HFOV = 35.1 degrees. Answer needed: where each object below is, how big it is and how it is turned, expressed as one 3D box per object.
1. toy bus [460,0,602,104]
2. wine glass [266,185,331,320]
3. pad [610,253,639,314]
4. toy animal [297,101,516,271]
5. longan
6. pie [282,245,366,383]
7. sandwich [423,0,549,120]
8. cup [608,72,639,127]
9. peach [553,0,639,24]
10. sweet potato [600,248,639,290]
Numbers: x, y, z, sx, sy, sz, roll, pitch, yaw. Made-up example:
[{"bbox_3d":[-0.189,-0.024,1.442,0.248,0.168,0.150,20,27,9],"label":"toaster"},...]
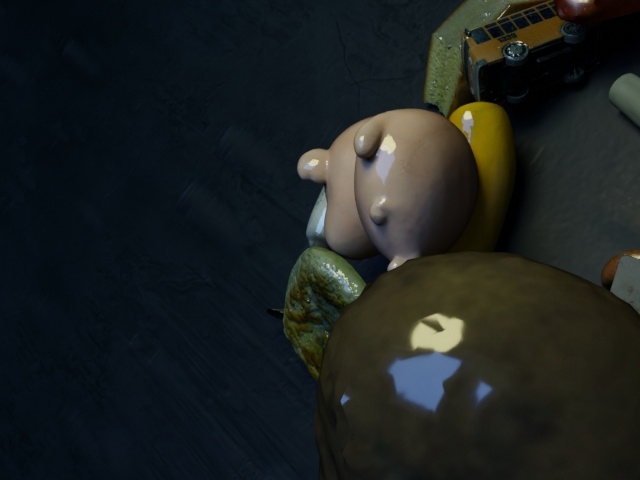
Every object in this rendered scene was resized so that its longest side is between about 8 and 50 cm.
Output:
[{"bbox_3d":[0.280,-0.259,1.378,0.182,0.091,0.103,-21,50,-5],"label":"toy bus"},{"bbox_3d":[0.000,0.000,1.530,0.074,0.074,0.262,13,75,41],"label":"wine glass"},{"bbox_3d":[0.430,0.126,1.137,0.265,0.009,0.160,22,102,42],"label":"pad"},{"bbox_3d":[0.093,-0.046,1.324,0.246,0.345,0.278,12,108,30],"label":"toy animal"},{"bbox_3d":[0.194,0.226,1.046,0.403,0.404,0.436,-8,87,35],"label":"longan"},{"bbox_3d":[0.021,0.117,1.372,0.054,0.241,0.240,-27,39,-29],"label":"pie"},{"bbox_3d":[0.240,-0.297,1.475,0.258,0.096,0.094,-46,43,7],"label":"sandwich"},{"bbox_3d":[0.422,-0.182,1.299,0.075,0.054,0.083,-47,46,11],"label":"cup"},{"bbox_3d":[0.432,-0.423,1.318,0.257,0.201,0.362,37,100,16],"label":"peach"},{"bbox_3d":[0.421,0.039,1.190,0.202,0.055,0.058,-1,32,40],"label":"sweet potato"}]
